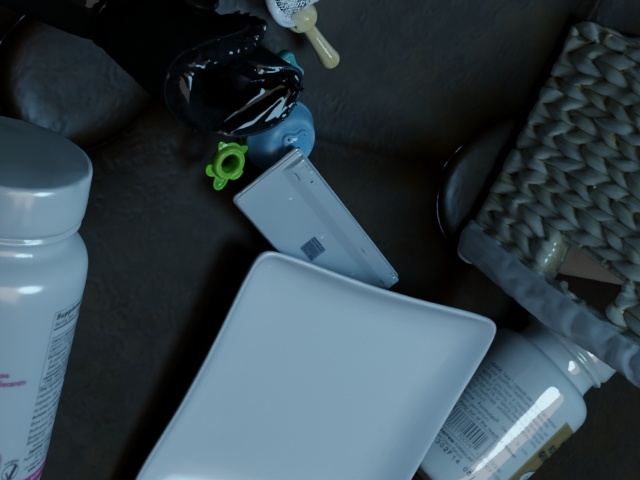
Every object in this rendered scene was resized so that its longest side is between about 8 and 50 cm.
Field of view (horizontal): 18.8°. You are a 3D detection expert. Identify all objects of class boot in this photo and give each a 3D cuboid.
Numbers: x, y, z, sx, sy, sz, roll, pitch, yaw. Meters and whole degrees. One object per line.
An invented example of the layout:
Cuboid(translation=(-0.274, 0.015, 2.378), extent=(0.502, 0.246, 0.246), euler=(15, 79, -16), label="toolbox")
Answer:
Cuboid(translation=(-0.147, -0.167, 1.395), extent=(0.246, 0.207, 0.094), euler=(16, 108, -43), label="boot")

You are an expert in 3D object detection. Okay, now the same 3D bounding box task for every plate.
Cuboid(translation=(-0.009, 0.149, 1.801), extent=(0.278, 0.045, 0.277), euler=(18, 110, -31), label="plate")

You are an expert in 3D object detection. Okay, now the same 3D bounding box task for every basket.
Cuboid(translation=(0.380, -0.009, 1.829), extent=(0.331, 0.328, 0.266), euler=(12, 108, -42), label="basket")

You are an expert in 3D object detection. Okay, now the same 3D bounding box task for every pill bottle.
Cuboid(translation=(0.191, 0.163, 1.937), extent=(0.229, 0.131, 0.131), euler=(-44, 136, -5), label="pill bottle")
Cuboid(translation=(-0.269, 0.057, 1.486), extent=(0.160, 0.160, 0.283), euler=(-3, 120, -36), label="pill bottle")

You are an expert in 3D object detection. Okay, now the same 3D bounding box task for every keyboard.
Cuboid(translation=(0.000, 0.000, 1.731), extent=(0.072, 0.014, 0.256), euler=(-33, 145, 4), label="keyboard")

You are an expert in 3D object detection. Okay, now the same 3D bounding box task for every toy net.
Cuboid(translation=(-0.040, -0.157, 1.605), extent=(0.122, 0.045, 0.232), euler=(-7, 121, -32), label="toy net")
